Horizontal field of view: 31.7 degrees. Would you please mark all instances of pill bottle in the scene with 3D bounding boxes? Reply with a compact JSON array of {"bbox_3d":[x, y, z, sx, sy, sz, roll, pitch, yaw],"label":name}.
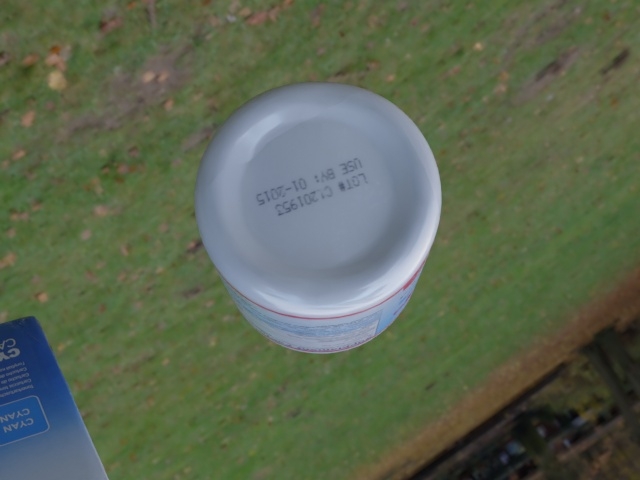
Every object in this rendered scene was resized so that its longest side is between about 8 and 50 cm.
[{"bbox_3d":[0.000,0.000,0.464,0.087,0.087,0.160,-34,170,-6],"label":"pill bottle"}]

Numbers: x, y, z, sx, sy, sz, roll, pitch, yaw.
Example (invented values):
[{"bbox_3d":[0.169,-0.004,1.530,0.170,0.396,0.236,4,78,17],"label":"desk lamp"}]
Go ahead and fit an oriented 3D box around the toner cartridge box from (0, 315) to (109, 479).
[{"bbox_3d":[-0.250,0.148,0.419,0.348,0.165,0.075,-16,131,-21],"label":"toner cartridge box"}]
